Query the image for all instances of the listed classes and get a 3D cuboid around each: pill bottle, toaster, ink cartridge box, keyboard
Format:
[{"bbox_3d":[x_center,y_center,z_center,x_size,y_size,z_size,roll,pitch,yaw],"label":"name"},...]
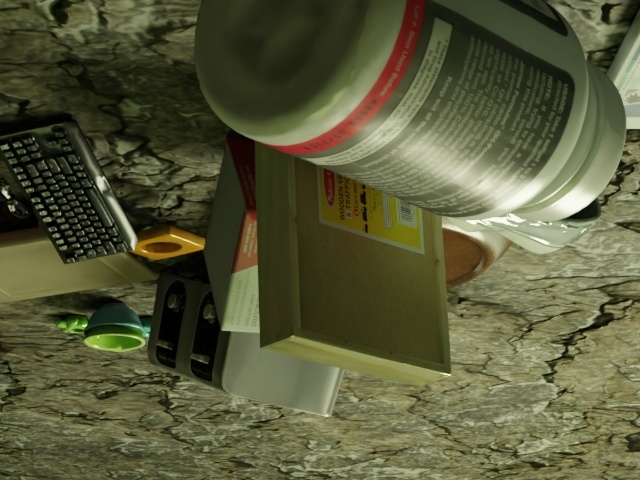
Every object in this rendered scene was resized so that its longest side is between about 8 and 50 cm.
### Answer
[{"bbox_3d":[0.078,-0.114,1.355,0.176,0.176,0.318,-18,154,38],"label":"pill bottle"},{"bbox_3d":[-0.068,0.105,1.973,0.186,0.110,0.168,15,179,-34],"label":"toaster"},{"bbox_3d":[0.000,0.000,1.668,0.176,0.127,0.128,4,121,-15],"label":"ink cartridge box"},{"bbox_3d":[-0.238,-0.039,1.684,0.108,0.023,0.180,-7,140,13],"label":"keyboard"}]

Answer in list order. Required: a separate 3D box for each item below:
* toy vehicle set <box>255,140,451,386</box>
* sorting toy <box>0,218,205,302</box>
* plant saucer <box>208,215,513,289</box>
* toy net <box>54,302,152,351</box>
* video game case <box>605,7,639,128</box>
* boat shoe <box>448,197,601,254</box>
[{"bbox_3d":[0.024,-0.033,1.444,0.166,0.266,0.035,18,151,-41],"label":"toy vehicle set"},{"bbox_3d":[-0.274,0.011,1.866,0.348,0.047,0.196,-8,163,17],"label":"sorting toy"},{"bbox_3d":[0.047,0.002,1.865,0.311,0.050,0.310,-3,160,-1],"label":"plant saucer"},{"bbox_3d":[-0.178,0.115,2.158,0.232,0.045,0.122,14,155,-37],"label":"toy net"},{"bbox_3d":[0.325,-0.136,1.540,0.183,0.023,0.201,0,160,-5],"label":"video game case"},{"bbox_3d":[0.176,-0.048,1.712,0.081,0.079,0.227,-29,151,29],"label":"boat shoe"}]
